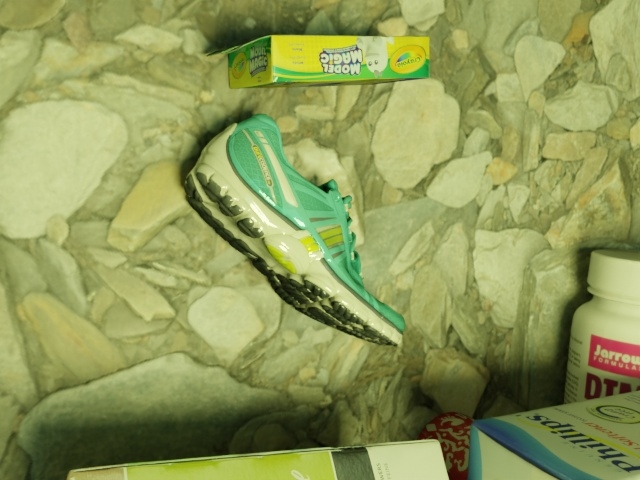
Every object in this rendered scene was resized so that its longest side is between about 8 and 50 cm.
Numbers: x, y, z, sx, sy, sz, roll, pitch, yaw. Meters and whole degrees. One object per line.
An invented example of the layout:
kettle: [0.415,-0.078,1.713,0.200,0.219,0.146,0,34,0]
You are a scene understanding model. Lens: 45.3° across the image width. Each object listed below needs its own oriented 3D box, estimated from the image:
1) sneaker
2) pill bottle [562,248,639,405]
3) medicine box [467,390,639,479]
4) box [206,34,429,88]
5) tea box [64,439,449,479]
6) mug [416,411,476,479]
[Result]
sneaker: [0.000,0.000,0.720,0.275,0.107,0.110,49,66,-25]
pill bottle: [0.373,0.158,0.899,0.160,0.160,0.283,0,97,-27]
medicine box: [0.279,0.289,0.685,0.289,0.149,0.263,-3,99,-28]
box: [-0.004,-0.160,0.687,0.179,0.105,0.043,-5,99,-26]
tea box: [-0.050,0.355,0.598,0.324,0.220,0.329,5,58,-28]
mug: [0.166,0.248,0.801,0.150,0.169,0.113,13,92,-28]
